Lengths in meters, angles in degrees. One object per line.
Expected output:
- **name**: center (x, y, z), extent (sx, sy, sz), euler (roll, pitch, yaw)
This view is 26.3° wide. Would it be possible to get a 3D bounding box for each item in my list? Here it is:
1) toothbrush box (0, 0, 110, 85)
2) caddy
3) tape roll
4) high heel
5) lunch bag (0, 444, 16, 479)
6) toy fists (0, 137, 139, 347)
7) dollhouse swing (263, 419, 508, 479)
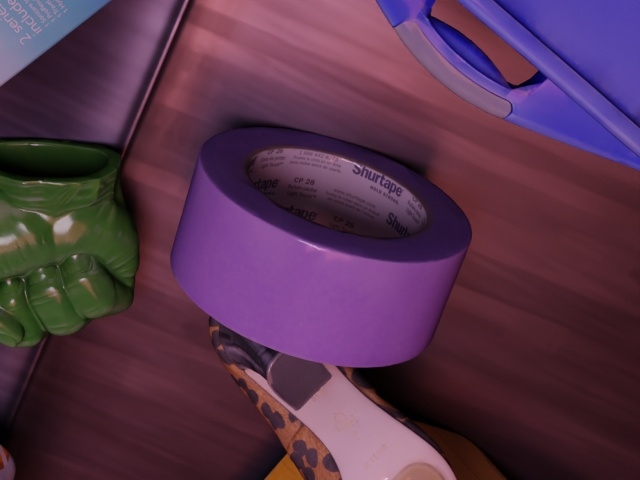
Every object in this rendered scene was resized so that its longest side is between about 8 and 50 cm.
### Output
- **toothbrush box**: center (-0.223, -0.161, 0.811), extent (0.295, 0.216, 0.126), euler (-34, 112, 12)
- **caddy**: center (0.131, -0.162, 0.815), extent (0.341, 0.241, 0.179), euler (37, 105, -18)
- **tape roll**: center (0.000, 0.000, 0.915), extent (0.189, 0.189, 0.080), euler (15, 114, -10)
- **high heel**: center (0.017, 0.144, 0.990), extent (0.093, 0.186, 0.261), euler (-36, 111, -6)
- **lunch bag**: center (-0.385, 0.178, 0.982), extent (0.303, 0.115, 0.243), euler (35, 117, -28)
- **toy fists**: center (-0.267, 0.008, 0.960), extent (0.279, 0.096, 0.142), euler (1, 118, -5)
- **dollhouse swing**: center (0.090, 0.343, 1.160), extent (0.315, 0.305, 0.347), euler (47, 111, 22)
